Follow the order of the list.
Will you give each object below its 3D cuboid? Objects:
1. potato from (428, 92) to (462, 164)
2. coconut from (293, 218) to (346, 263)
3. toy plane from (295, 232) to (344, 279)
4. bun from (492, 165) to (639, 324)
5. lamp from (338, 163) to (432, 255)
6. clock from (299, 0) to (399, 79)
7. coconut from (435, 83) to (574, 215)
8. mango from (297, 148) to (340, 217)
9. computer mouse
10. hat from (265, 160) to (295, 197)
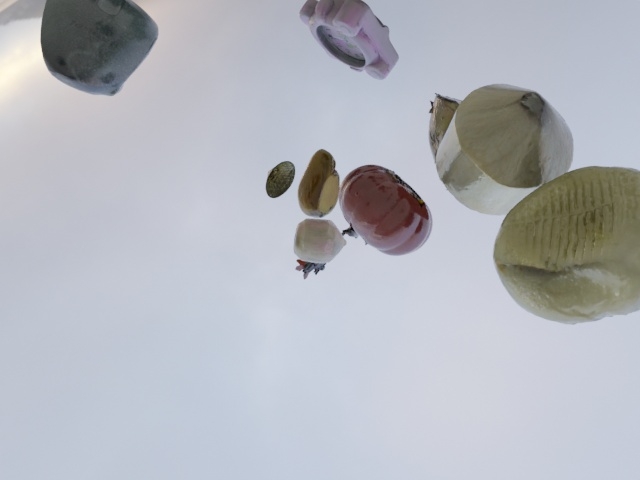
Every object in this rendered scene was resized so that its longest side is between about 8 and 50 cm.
[{"bbox_3d":[0.462,-0.321,1.570,0.301,0.237,0.289,22,-158,9],"label":"potato"},{"bbox_3d":[0.000,0.000,1.142,0.125,0.110,0.110,8,-136,-5],"label":"coconut"},{"bbox_3d":[0.009,0.042,1.462,0.189,0.130,0.061,-36,-125,-1],"label":"toy plane"},{"bbox_3d":[0.355,0.015,0.648,0.229,0.145,0.229,-35,-153,21],"label":"bun"},{"bbox_3d":[0.107,-0.047,0.839,0.140,0.182,0.182,-49,-145,15],"label":"lamp"},{"bbox_3d":[0.090,-0.696,1.633,0.322,0.296,0.113,34,-92,41],"label":"clock"},{"bbox_3d":[0.307,-0.156,0.803,0.202,0.222,0.201,1,-111,-4],"label":"coconut"},{"bbox_3d":[-0.005,-0.212,1.825,0.167,0.130,0.261,32,-66,38],"label":"mango"},{"bbox_3d":[-0.433,-0.436,0.969,0.114,0.203,0.373,-48,-144,38],"label":"computer mouse"},{"bbox_3d":[-0.163,-0.228,1.701,0.067,0.146,0.146,34,-109,27],"label":"hat"}]
